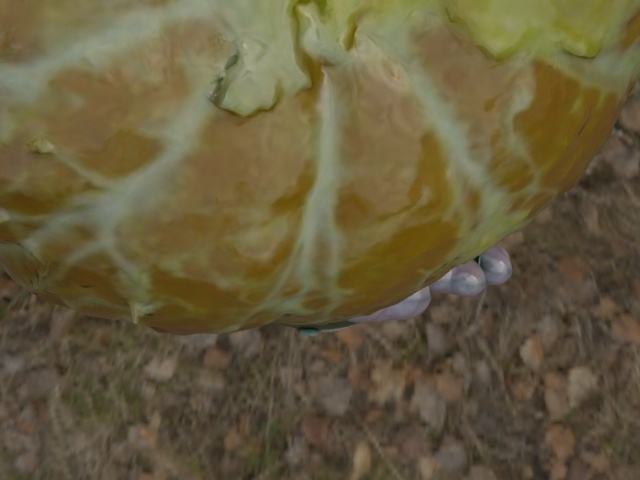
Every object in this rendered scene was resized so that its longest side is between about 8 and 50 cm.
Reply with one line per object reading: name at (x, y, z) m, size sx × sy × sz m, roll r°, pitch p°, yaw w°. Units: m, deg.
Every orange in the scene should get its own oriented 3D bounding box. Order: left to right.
orange at (-0.029, -0.125, 0.608) m, size 0.329 × 0.249 × 0.329 m, roll -3°, pitch 110°, yaw -9°

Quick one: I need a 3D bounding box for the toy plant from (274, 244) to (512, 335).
toy plant at (-0.005, -0.001, 1.140) m, size 0.233 × 0.243 × 0.112 m, roll 19°, pitch 109°, yaw 31°
